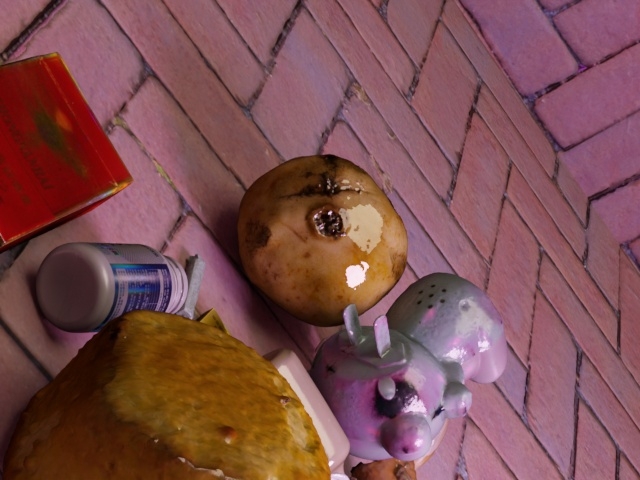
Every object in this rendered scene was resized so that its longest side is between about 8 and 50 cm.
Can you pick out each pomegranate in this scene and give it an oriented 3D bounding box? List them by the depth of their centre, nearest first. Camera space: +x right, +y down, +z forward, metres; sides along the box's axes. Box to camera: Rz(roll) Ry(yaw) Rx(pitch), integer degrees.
[{"bbox_3d":[0.000,0.000,2.141,0.260,0.260,0.260,43,31,-34],"label":"pomegranate"}]

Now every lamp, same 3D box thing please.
[{"bbox_3d":[0.115,0.164,2.062,0.301,0.247,0.247,-40,136,-32],"label":"lamp"}]

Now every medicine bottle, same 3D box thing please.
[{"bbox_3d":[-0.245,0.056,1.767,0.191,0.107,0.107,2,63,-62],"label":"medicine bottle"},{"bbox_3d":[-0.023,0.273,1.956,0.252,0.114,0.114,58,25,-7],"label":"medicine bottle"}]

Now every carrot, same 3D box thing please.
[{"bbox_3d":[0.110,0.433,2.041,0.102,0.102,0.263,23,50,-53],"label":"carrot"}]

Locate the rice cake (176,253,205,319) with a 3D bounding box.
[{"bbox_3d":[-0.176,0.064,1.993,0.022,0.022,0.121,52,28,-30],"label":"rice cake"}]

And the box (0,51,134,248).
[{"bbox_3d":[-0.366,-0.099,1.720,0.197,0.089,0.313,59,26,-2],"label":"box"}]

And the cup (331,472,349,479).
[{"bbox_3d":[-0.034,0.361,1.776,0.299,0.173,0.167,55,27,-14],"label":"cup"}]

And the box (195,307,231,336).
[{"bbox_3d":[-0.154,0.155,1.937,0.089,0.022,0.156,58,25,-6],"label":"box"}]

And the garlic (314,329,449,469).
[{"bbox_3d":[0.106,0.233,2.252,0.164,0.145,0.245,-29,88,-34],"label":"garlic"}]

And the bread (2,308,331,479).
[{"bbox_3d":[-0.151,0.232,1.536,0.337,0.204,0.358,21,24,-14],"label":"bread"}]
